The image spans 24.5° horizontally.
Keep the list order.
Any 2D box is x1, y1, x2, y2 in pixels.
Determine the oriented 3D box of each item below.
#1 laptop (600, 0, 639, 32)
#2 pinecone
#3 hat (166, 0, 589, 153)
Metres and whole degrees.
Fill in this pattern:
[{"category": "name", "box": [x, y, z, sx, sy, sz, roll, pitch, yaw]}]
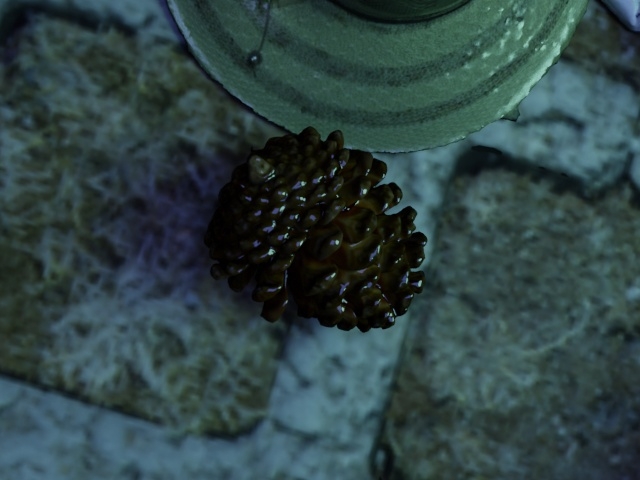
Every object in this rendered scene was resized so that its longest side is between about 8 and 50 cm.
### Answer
[{"category": "laptop", "box": [0.145, -0.269, 0.807, 0.187, 0.015, 0.269, -45, 95, -8]}, {"category": "pinecone", "box": [0.002, -0.001, 0.719, 0.109, 0.102, 0.102, 32, 81, -7]}, {"category": "hat", "box": [0.040, -0.169, 0.727, 0.252, 0.110, 0.252, 0, 88, -7]}]
